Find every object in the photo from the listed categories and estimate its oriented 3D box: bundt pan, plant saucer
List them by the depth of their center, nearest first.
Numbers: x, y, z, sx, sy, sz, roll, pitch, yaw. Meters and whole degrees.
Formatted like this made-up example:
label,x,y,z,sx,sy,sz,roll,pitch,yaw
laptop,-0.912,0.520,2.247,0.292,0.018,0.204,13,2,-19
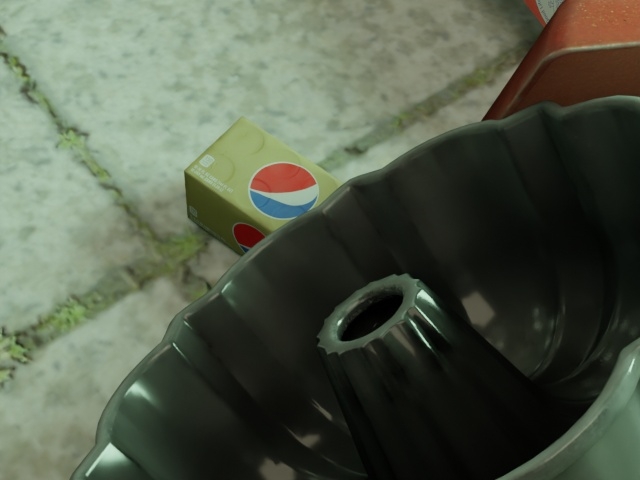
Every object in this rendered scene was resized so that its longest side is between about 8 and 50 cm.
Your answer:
label,x,y,z,sx,sy,sz,roll,pitch,yaw
bundt pan,0.051,0.078,0.529,0.331,0.331,0.124,-46,115,-27
plant saucer,0.218,-0.092,0.687,0.259,0.258,0.047,-6,76,-8

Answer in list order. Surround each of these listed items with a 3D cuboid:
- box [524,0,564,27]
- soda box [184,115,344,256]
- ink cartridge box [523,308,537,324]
label,x,y,z,sx,sy,sz,roll,pitch,yaw
box,0.214,-0.255,0.838,0.142,0.154,0.300,-9,56,-34
soda box,0.000,0.000,0.733,0.181,0.058,0.061,34,62,17
ink cartridge box,0.240,0.057,0.696,0.208,0.087,0.153,-34,65,-22
